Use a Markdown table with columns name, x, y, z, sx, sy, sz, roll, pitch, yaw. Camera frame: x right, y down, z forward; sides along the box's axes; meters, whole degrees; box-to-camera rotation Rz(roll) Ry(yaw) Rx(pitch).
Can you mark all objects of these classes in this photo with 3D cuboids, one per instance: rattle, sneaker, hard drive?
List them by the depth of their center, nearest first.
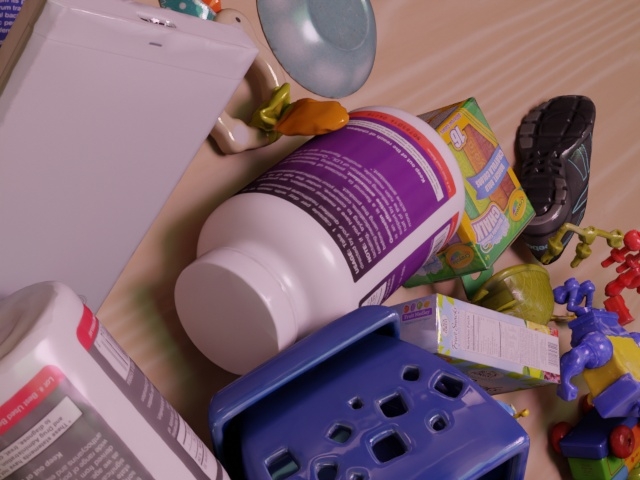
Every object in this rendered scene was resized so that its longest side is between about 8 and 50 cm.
| name | x | y | z | sx | sy | sz | roll | pitch | yaw |
| --- | --- | --- | --- | --- | --- | --- | --- | --- | --- |
| hard drive | -0.206 | -0.059 | 1.063 | 0.203 | 0.307 | 0.040 | 7 | 38 | -44 |
| rattle | -0.071 | -0.196 | 1.343 | 0.130 | 0.143 | 0.199 | -17 | 96 | -28 |
| sneaker | 0.312 | -0.086 | 1.744 | 0.267 | 0.101 | 0.106 | -65 | 145 | -35 |

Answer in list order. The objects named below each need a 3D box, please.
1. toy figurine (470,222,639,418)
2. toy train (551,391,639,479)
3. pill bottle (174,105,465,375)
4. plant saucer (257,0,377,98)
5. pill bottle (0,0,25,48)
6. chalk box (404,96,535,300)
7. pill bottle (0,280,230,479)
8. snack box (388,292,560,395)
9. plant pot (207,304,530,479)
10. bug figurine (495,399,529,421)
| name | x | y | z | sx | sy | sz | roll | pitch | yaw |
| --- | --- | --- | --- | --- | --- | --- | --- | --- | --- |
| toy figurine | 0.362 | 0.127 | 1.570 | 0.362 | 0.191 | 0.217 | 10 | 49 | -53 |
| toy train | 0.411 | 0.267 | 1.722 | 0.248 | 0.105 | 0.143 | -31 | 111 | -46 |
| pill bottle | 0.000 | 0.000 | 1.320 | 0.323 | 0.181 | 0.181 | -39 | 106 | -44 |
| plant saucer | 0.010 | -0.264 | 1.513 | 0.195 | 0.037 | 0.195 | 16 | 66 | -42 |
| pill bottle | -0.260 | -0.204 | 1.138 | 0.153 | 0.153 | 0.264 | 16 | 68 | -42 |
| chalk box | 0.150 | -0.034 | 1.517 | 0.132 | 0.132 | 0.213 | -46 | 111 | -42 |
| pill bottle | -0.184 | 0.203 | 1.078 | 0.318 | 0.176 | 0.176 | 53 | 47 | -20 |
| snack box | 0.131 | 0.123 | 1.421 | 0.207 | 0.174 | 0.070 | 16 | 66 | -42 |
| plant pot | 0.031 | 0.211 | 1.196 | 0.236 | 0.236 | 0.212 | -31 | 60 | -17 |
| bug figurine | 0.161 | 0.294 | 1.373 | 0.072 | 0.216 | 0.279 | -36 | 104 | -61 |
